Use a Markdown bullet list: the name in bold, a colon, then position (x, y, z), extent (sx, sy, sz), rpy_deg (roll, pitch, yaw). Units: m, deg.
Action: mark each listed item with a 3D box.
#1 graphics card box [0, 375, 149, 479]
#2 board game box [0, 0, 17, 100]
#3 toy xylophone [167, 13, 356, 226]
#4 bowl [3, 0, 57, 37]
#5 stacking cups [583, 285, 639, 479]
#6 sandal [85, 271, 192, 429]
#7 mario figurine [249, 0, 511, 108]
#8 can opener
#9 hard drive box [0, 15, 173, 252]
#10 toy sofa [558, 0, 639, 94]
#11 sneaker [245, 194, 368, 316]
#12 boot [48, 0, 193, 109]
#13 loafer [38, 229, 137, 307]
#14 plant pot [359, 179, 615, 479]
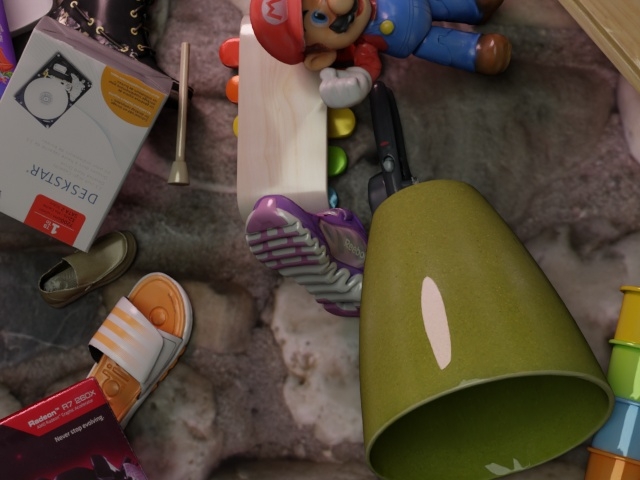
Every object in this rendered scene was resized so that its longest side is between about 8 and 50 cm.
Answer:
- **graphics card box**: position (-0.288, 0.372, 1.553), extent (0.232, 0.094, 0.371), rpy_deg (-25, 83, -26)
- **board game box**: position (-0.532, -0.296, 1.788), extent (0.233, 0.078, 0.347), rpy_deg (-25, 73, 32)
- **toy xylophone**: position (-0.065, -0.158, 1.681), extent (0.236, 0.081, 0.323), rpy_deg (6, 81, 15)
- **bowl**: position (-0.428, -0.340, 1.825), extent (0.142, 0.053, 0.142), rpy_deg (-20, 76, 10)
- **stacking cups**: position (0.346, 0.212, 1.496), extent (0.096, 0.096, 0.316), rpy_deg (13, 83, 17)
- **sandal**: position (-0.253, 0.163, 1.672), extent (0.102, 0.076, 0.265), rpy_deg (29, 88, 17)
- **mario figurine**: position (0.076, -0.265, 1.560), extent (0.320, 0.170, 0.198), rpy_deg (-1, 43, -19)
- **can opener**: position (0.085, -0.110, 1.645), extent (0.073, 0.059, 0.186), rpy_deg (-10, 78, 13)
- **hard drive box**: position (-0.315, -0.132, 1.658), extent (0.181, 0.089, 0.232), rpy_deg (25, 107, -11)
- **toy sofa**: position (0.390, -0.286, 1.570), extent (0.150, 0.177, 0.362), rpy_deg (-46, 71, 28)
- **sneaker**: position (0.000, 0.000, 1.576), extent (0.095, 0.236, 0.105), rpy_deg (-2, 61, 37)
- **boot**: position (-0.238, -0.290, 1.751), extent (0.236, 0.085, 0.179), rpy_deg (29, 85, 16)
- **loafer**: position (-0.303, 0.037, 1.722), extent (0.148, 0.050, 0.056), rpy_deg (-37, 73, 5)
- **plant pot**: position (0.156, 0.087, 1.504), extent (0.274, 0.275, 0.294), rpy_deg (-19, 57, 10)
